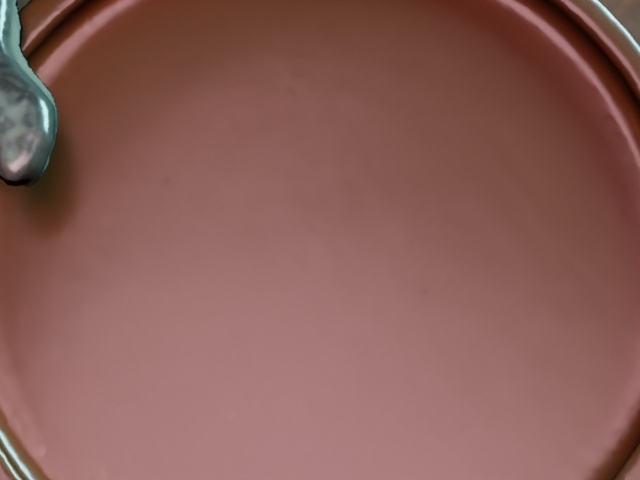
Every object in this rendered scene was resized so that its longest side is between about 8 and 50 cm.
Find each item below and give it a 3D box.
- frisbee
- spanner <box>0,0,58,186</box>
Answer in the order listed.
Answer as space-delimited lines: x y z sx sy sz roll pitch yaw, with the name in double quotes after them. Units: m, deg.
0.000 0.000 0.354 0.250 0.021 0.251 1 72 -3 "frisbee"
-0.118 -0.145 0.391 0.071 0.017 0.302 -5 66 -4 "spanner"
